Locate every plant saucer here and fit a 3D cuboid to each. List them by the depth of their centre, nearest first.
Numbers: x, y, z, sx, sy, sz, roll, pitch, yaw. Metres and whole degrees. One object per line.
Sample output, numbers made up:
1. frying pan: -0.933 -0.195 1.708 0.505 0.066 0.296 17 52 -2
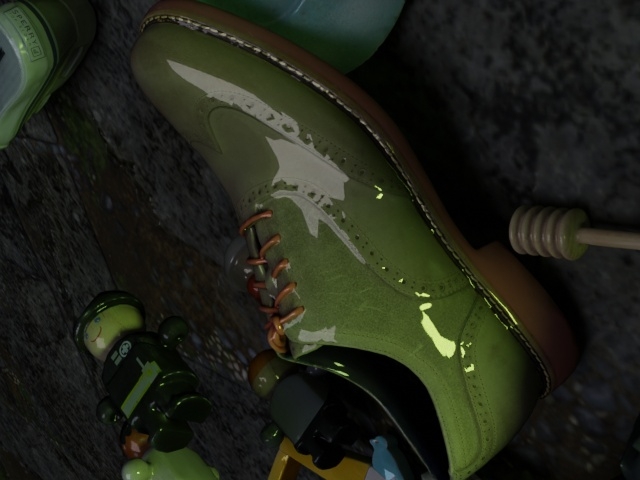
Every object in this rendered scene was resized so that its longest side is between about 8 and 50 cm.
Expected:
1. plant saucer: -0.039 -0.180 0.523 0.195 0.037 0.194 16 123 26

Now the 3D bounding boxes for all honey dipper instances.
1. honey dipper: 0.174 0.000 0.461 0.161 0.030 0.030 7 123 46

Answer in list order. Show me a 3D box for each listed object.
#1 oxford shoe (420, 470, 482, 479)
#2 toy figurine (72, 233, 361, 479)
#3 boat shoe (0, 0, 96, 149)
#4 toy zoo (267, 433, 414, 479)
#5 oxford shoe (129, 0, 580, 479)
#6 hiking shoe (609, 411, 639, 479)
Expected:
1. oxford shoe: 0.199 0.356 0.603 0.449 0.130 0.169 47 173 19
2. toy figurine: -0.081 0.115 0.732 0.148 0.213 0.209 41 149 39
3. boat shoe: -0.309 -0.163 0.894 0.302 0.094 0.109 -12 106 55
4. toy zoo: 0.011 0.307 0.788 0.192 0.030 0.293 23 96 35
5. oxford shoe: 0.000 0.000 0.534 0.348 0.130 0.123 43 157 1
6. hiking shoe: 0.183 0.186 0.466 0.132 0.113 0.304 38 122 17
